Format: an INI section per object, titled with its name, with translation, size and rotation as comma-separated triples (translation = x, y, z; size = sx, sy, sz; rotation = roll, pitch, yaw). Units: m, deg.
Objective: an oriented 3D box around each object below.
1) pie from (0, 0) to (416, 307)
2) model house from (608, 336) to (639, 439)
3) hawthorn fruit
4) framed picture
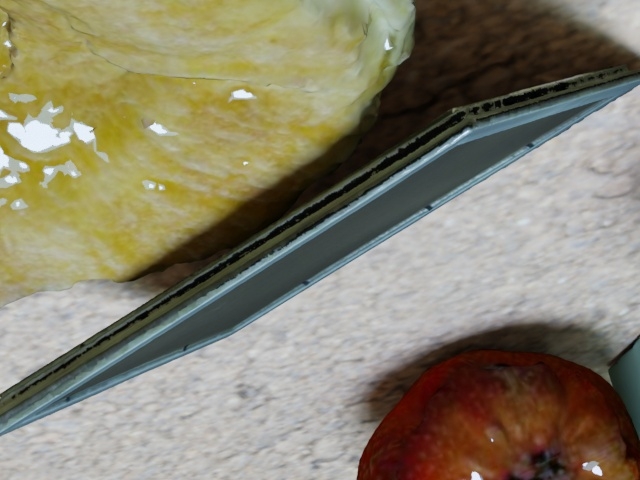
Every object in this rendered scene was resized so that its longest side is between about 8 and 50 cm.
[pie]
translation = -0.129, -0.067, 0.646
size = 0.340, 0.083, 0.339
rotation = -10, 154, -5
[model house]
translation = 0.268, 0.090, 1.061
size = 0.149, 0.100, 0.127
rotation = 4, 146, -24
[hawthorn fruit]
translation = 0.106, 0.140, 1.041
size = 0.173, 0.173, 0.179
rotation = -25, 174, 20
[framed picture]
translation = 0.000, 0.000, 0.790
size = 0.274, 0.017, 0.217
rotation = -32, 175, 27
